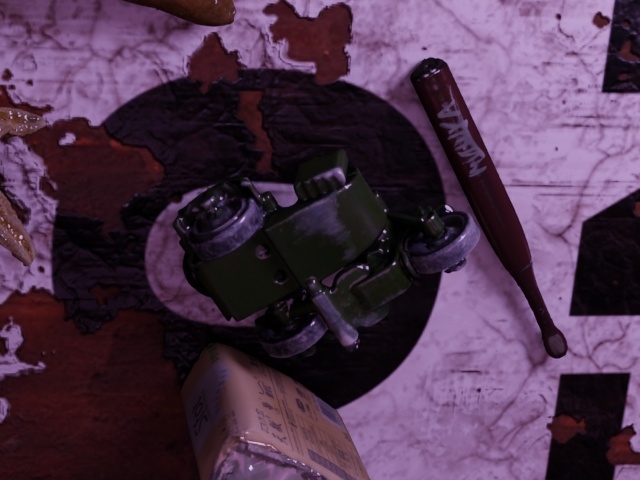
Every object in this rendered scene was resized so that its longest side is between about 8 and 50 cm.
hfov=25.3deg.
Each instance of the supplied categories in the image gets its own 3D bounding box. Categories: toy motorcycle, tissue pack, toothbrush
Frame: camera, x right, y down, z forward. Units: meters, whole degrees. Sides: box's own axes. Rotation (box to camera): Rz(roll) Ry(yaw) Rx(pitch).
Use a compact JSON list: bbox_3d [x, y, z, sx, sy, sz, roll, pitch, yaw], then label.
[{"bbox_3d":[0.000,0.000,1.380,0.275,0.127,0.205,-30,112,7],"label":"toy motorcycle"},{"bbox_3d":[-0.041,0.207,1.385,0.186,0.222,0.090,31,103,-22],"label":"tissue pack"},{"bbox_3d":[0.180,-0.024,1.452,0.041,0.041,0.364,-29,114,-1],"label":"toothbrush"}]

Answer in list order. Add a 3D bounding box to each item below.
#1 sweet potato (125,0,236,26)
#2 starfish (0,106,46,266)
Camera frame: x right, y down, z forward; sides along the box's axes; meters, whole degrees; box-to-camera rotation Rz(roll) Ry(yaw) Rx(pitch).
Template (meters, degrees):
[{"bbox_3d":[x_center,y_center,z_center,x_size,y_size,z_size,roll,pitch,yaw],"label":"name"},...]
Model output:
[{"bbox_3d":[-0.202,-0.255,1.249,0.292,0.097,0.097,17,105,-18],"label":"sweet potato"},{"bbox_3d":[-0.347,-0.056,1.274,0.236,0.062,0.277,-12,84,-34],"label":"starfish"}]
